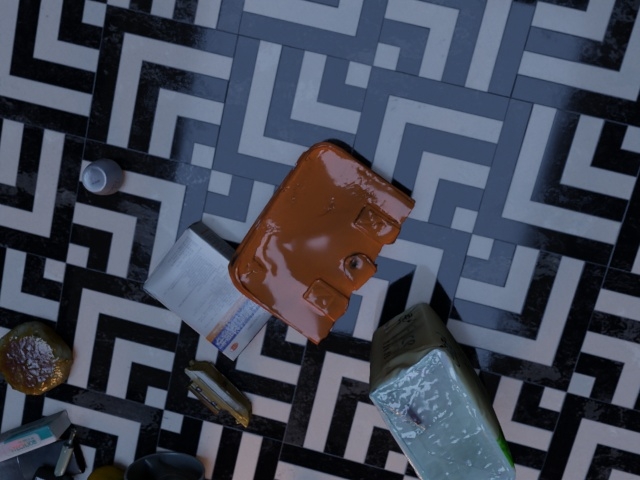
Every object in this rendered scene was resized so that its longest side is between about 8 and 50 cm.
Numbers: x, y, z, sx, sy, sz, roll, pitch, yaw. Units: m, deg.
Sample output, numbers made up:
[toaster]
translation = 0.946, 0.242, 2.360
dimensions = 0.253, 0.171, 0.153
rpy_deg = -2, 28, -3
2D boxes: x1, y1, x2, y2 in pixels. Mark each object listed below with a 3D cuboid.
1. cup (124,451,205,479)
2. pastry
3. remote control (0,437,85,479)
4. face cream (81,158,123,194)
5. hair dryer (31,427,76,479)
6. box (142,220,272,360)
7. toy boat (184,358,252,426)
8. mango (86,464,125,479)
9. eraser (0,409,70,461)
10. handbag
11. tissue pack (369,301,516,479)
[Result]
[cup]
translation = -0.409, 0.743, 1.821
dimensions = 0.205, 0.205, 0.312
rpy_deg = 4, 102, 6
[pastry]
translation = -0.759, 0.312, 1.837
dimensions = 0.182, 0.093, 0.192
rpy_deg = -34, 95, 9
[remote control]
translation = -0.842, 0.633, 1.931
dimensions = 0.377, 0.044, 0.107
rpy_deg = -14, 104, 9
[face cream]
translation = -0.543, -0.157, 1.723
dimensions = 0.091, 0.095, 0.091
rpy_deg = 1, 100, 6
[hair dryer]
translation = -0.696, 0.588, 1.863
dimensions = 0.100, 0.057, 0.198
rpy_deg = 23, 97, -1
[box]
translation = -0.262, 0.124, 1.739
dimensions = 0.299, 0.106, 0.200
rpy_deg = 39, 102, -3
[toy boat]
translation = -0.269, 0.404, 1.815
dimensions = 0.226, 0.068, 0.088
rpy_deg = 45, 107, -6
[mango]
translation = -0.560, 0.679, 1.886
dimensions = 0.111, 0.089, 0.163
rpy_deg = -42, 104, 15
[eraser]
translation = -0.799, 0.535, 1.881
dimensions = 0.225, 0.095, 0.052
rpy_deg = -21, 102, 9
[handbag]
translation = 0.000, 0.000, 1.629
dimensions = 0.303, 0.116, 0.410
rpy_deg = 35, 87, -2
[tissue pack]
translation = 0.263, 0.357, 1.574
dimensions = 0.205, 0.405, 0.332
rpy_deg = -33, 95, 8
